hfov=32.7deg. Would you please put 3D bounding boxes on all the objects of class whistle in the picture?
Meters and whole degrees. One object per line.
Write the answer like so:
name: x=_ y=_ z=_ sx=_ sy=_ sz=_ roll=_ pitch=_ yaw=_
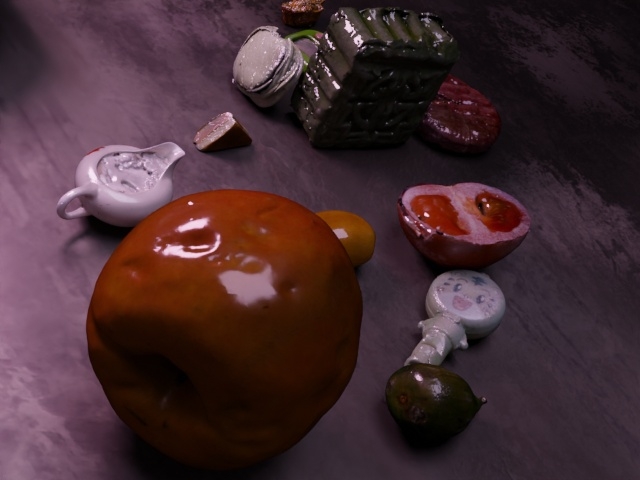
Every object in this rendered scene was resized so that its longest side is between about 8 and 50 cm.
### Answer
whistle: x=0.206 y=0.129 z=1.700 sx=0.126 sy=0.067 sz=0.258 roll=25 pitch=43 yaw=18

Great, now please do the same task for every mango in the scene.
mango: x=0.000 y=0.000 z=1.707 sx=0.184 sy=0.085 sz=0.102 roll=1 pitch=46 yaw=-20

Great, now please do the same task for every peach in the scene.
peach: x=-0.108 y=0.104 z=1.348 sx=0.343 sy=0.342 sz=0.301 roll=32 pitch=40 yaw=6

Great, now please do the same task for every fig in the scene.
fig: x=0.177 y=0.236 z=1.554 sx=0.177 sy=0.117 sz=0.117 roll=23 pitch=35 yaw=-40

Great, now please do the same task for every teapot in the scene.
teapot: x=-0.299 y=-0.076 z=1.617 sx=0.145 sy=0.092 sz=0.226 roll=40 pitch=43 yaw=18

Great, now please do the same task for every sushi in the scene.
sushi: x=-0.033 y=-0.467 z=2.193 sx=0.061 sy=0.060 sz=0.118 roll=34 pitch=39 yaw=15

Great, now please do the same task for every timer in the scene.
timer: x=-0.004 y=-0.348 z=2.095 sx=0.140 sy=0.047 sz=0.128 roll=43 pitch=41 yaw=17

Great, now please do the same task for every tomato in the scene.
tomato: x=0.233 y=-0.008 z=1.807 sx=0.228 sy=0.112 sz=0.199 roll=0 pitch=32 yaw=-16

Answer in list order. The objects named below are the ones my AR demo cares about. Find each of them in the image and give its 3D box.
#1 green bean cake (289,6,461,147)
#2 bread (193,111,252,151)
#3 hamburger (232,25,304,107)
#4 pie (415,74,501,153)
green bean cake: x=0.098 y=-0.289 z=1.934 sx=0.241 sy=0.255 sz=0.132 roll=-2 pitch=51 yaw=-36
bread: x=-0.159 y=-0.186 z=1.833 sx=0.109 sy=0.062 sz=0.043 roll=-16 pitch=57 yaw=-35
hamburger: x=-0.095 y=-0.311 z=1.947 sx=0.062 sy=0.133 sz=0.140 roll=29 pitch=25 yaw=-44
pie: x=0.256 y=-0.249 z=2.130 sx=0.204 sy=0.054 sz=0.218 roll=18 pitch=39 yaw=-11
